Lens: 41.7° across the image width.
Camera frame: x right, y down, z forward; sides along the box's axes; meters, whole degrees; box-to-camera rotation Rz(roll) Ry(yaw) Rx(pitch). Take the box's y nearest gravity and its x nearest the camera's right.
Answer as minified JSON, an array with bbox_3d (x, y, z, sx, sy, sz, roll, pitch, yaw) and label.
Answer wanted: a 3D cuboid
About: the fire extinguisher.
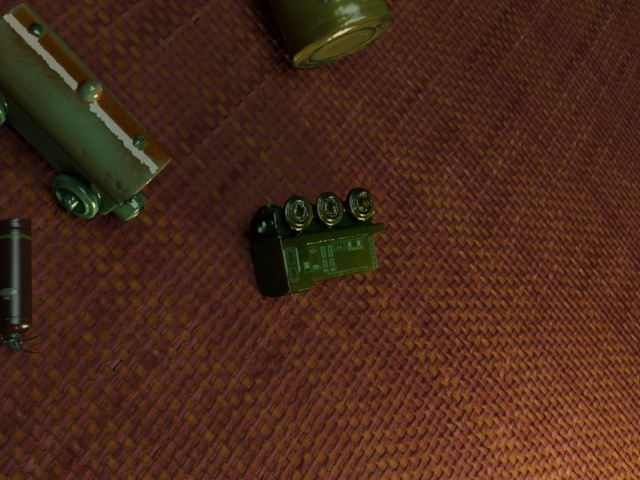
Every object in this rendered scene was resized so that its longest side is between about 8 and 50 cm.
[{"bbox_3d":[-0.357,0.054,0.971,0.064,0.043,0.158,-3,75,-7],"label":"fire extinguisher"}]

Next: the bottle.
[{"bbox_3d":[-0.028,-0.461,1.301,0.171,0.171,0.351,-21,90,-39],"label":"bottle"}]

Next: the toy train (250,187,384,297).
[{"bbox_3d":[0.000,0.000,1.234,0.225,0.090,0.137,-9,89,-39],"label":"toy train"}]

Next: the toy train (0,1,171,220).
[{"bbox_3d":[-0.299,-0.148,0.993,0.285,0.177,0.116,49,53,-14],"label":"toy train"}]
